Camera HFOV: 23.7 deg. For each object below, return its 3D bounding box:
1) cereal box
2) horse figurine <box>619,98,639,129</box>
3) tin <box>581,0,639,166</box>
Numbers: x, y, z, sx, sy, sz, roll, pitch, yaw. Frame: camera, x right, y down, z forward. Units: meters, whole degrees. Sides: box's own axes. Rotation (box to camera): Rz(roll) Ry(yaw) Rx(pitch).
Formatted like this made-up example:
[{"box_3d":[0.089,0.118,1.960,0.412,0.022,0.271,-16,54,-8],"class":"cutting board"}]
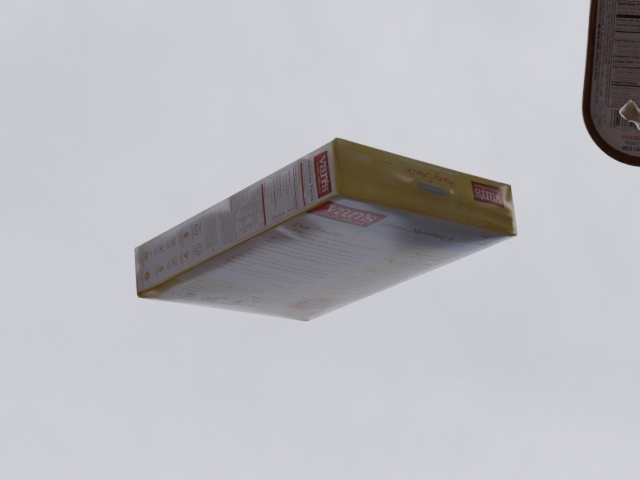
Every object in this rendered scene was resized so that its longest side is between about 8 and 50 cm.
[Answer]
[{"box_3d":[0.000,0.000,1.118,0.173,0.047,0.240,12,-26,-39],"class":"cereal box"},{"box_3d":[0.311,-0.073,1.101,0.174,0.263,0.066,36,-69,9],"class":"horse figurine"},{"box_3d":[0.269,-0.153,1.237,0.106,0.040,0.190,5,-77,13],"class":"tin"}]
